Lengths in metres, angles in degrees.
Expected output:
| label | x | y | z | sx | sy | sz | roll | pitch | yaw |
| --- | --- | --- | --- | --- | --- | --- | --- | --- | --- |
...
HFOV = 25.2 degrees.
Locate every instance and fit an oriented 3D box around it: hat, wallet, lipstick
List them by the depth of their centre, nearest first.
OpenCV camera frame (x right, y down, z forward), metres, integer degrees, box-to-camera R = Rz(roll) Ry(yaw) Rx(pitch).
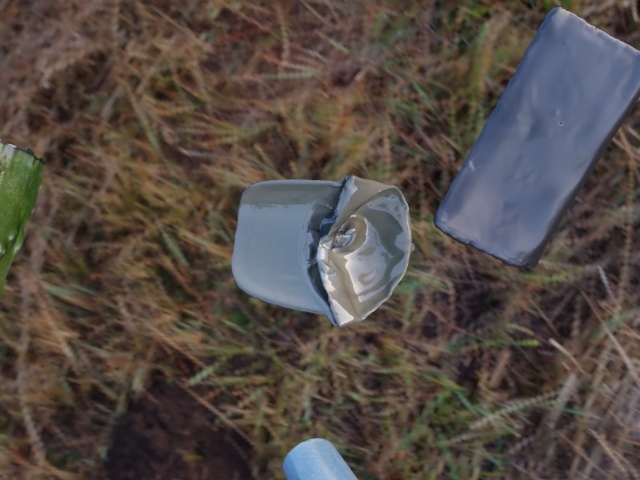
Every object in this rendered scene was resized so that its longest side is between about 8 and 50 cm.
| label | x | y | z | sx | sy | sz | roll | pitch | yaw |
| --- | --- | --- | --- | --- | --- | --- | --- | --- | --- |
| lipstick | 0.042 | 0.298 | 1.351 | 0.068 | 0.061 | 0.274 | -12 | 39 | -21 |
| wallet | 0.249 | -0.110 | 1.608 | 0.285 | 0.146 | 0.030 | -61 | 19 | 12 |
| hat | 0.000 | 0.000 | 1.619 | 0.173 | 0.144 | 0.166 | 16 | 100 | 49 |

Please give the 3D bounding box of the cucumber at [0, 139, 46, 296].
| label | x | y | z | sx | sy | sz | roll | pitch | yaw |
| --- | --- | --- | --- | --- | --- | --- | --- | --- | --- |
| cucumber | -0.304 | 0.030 | 1.098 | 0.134 | 0.134 | 0.244 | 6 | 79 | 27 |
